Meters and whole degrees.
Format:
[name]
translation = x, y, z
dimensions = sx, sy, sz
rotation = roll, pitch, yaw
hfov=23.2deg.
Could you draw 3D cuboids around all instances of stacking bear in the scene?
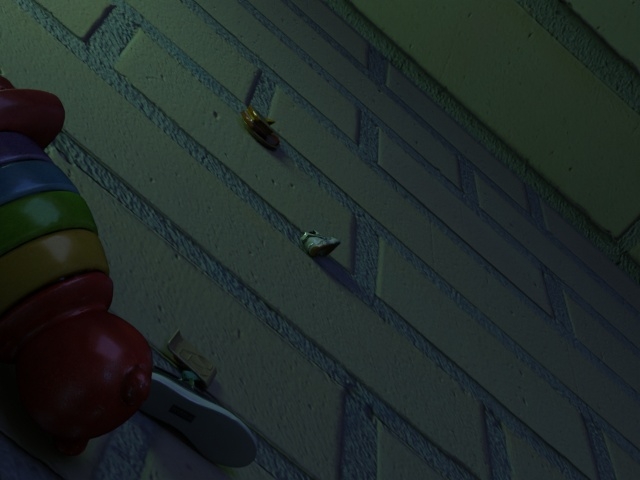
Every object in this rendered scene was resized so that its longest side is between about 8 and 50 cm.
[stacking bear]
translation = -0.241, 0.035, 1.298
dimensions = 0.289, 0.175, 0.164
rotation = 56, 17, 15

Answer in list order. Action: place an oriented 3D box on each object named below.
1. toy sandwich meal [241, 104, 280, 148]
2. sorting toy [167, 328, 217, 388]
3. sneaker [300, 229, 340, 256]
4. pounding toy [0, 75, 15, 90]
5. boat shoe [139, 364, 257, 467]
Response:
[toy sandwich meal]
translation = -0.090, -0.178, 2.425
dimensions = 0.085, 0.029, 0.085
rotation = 40, 16, -14
[sorting toy]
translation = -0.133, 0.124, 1.573
dimensions = 0.062, 0.012, 0.083
rotation = 47, 12, -4
[sneaker]
translation = 0.000, 0.000, 2.184
dimensions = 0.037, 0.032, 0.083
rotation = 48, 16, 15
[pounding toy]
translation = -0.374, -0.154, 1.519
dimensions = 0.183, 0.110, 0.237
rotation = 29, 22, -42
[boat shoe]
translation = -0.117, 0.160, 1.457
dimensions = 0.142, 0.049, 0.040
rotation = 36, 17, -17
